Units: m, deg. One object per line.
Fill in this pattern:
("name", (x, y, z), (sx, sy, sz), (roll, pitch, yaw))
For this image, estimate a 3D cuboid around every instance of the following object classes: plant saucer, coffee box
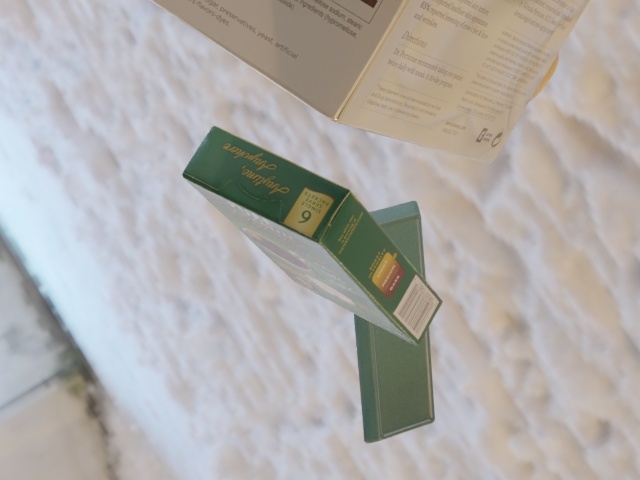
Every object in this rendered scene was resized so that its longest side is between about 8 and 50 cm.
("plant saucer", (0.059, 0.068, 1.285), (0.018, 0.067, 0.192), (26, 125, 56))
("coffee box", (0.000, 0.000, 1.027), (0.113, 0.040, 0.184), (27, 170, 32))

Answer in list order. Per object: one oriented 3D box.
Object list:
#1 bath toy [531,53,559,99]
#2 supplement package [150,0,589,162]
("bath toy", (0.171, -0.233, 1.322), (0.151, 0.129, 0.348), (49, 122, 24))
("supplement package", (0.039, -0.204, 0.771), (0.198, 0.262, 0.199), (35, -168, 22))
